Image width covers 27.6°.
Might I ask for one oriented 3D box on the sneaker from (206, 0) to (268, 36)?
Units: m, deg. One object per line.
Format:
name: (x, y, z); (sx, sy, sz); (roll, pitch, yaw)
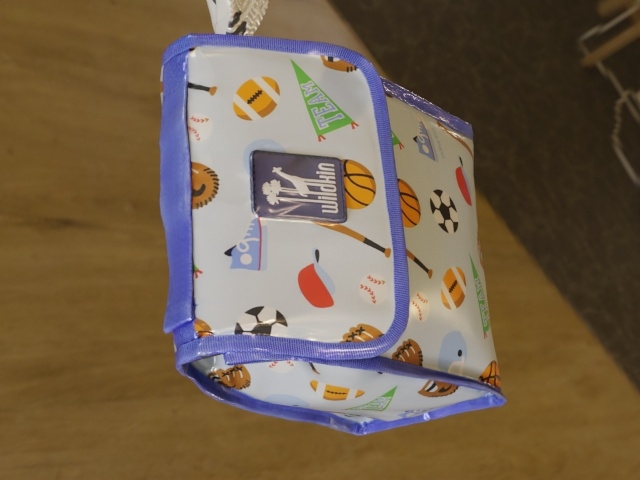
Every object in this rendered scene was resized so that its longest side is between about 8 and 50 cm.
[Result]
sneaker: (-0.144, -0.336, 1.443); (0.094, 0.153, 0.235); (-41, 133, -48)

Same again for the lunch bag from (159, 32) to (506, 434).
lunch bag: (0.000, 0.000, 1.278); (0.385, 0.239, 0.327); (21, 57, -47)
